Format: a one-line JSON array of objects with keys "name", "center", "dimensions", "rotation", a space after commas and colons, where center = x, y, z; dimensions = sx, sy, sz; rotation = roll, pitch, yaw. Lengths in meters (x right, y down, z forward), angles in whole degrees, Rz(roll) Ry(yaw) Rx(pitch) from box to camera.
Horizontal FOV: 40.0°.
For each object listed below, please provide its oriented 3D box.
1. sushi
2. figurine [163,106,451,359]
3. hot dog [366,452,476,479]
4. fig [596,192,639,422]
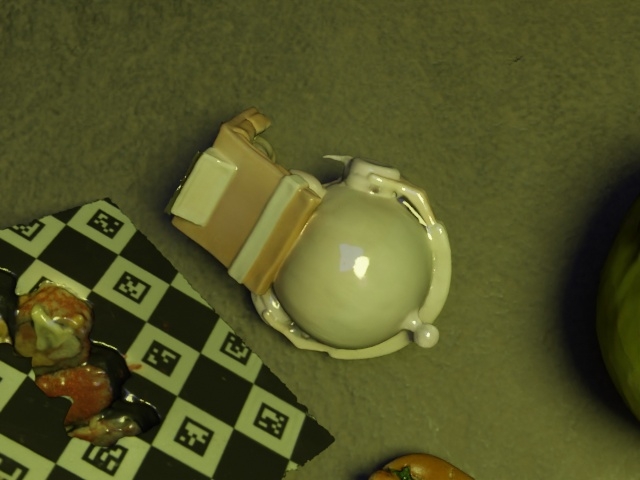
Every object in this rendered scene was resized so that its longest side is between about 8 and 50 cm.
[{"name": "sushi", "center": [-0.171, 0.111, 0.653], "dimensions": [0.290, 0.050, 0.264], "rotation": [46, 37, 15]}, {"name": "figurine", "center": [0.000, 0.001, 0.694], "dimensions": [0.237, 0.141, 0.162], "rotation": [32, 106, 8]}, {"name": "hot dog", "center": [0.136, 0.249, 0.637], "dimensions": [0.249, 0.068, 0.100], "rotation": [33, 77, 11]}, {"name": "fig", "center": [0.362, 0.054, 0.600], "dimensions": [0.326, 0.258, 0.258], "rotation": [20, 75, -9]}]
